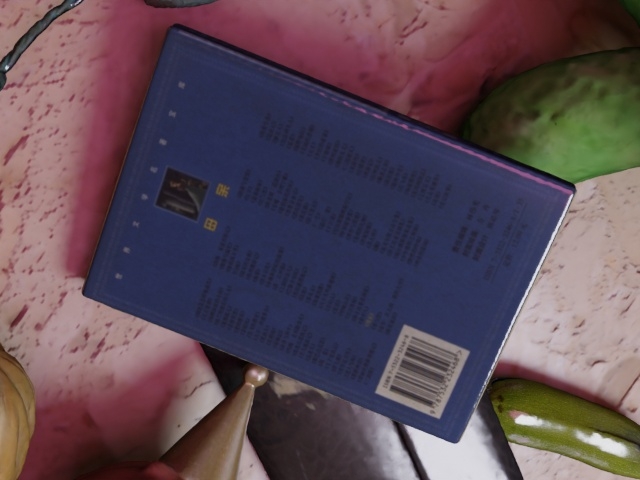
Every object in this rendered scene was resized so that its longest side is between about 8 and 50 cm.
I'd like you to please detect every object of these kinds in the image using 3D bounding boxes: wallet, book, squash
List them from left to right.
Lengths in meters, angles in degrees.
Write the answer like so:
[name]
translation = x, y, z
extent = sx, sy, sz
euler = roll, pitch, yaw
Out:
[book]
translation = 0.000, 0.000, 0.767
extent = 0.269, 0.025, 0.191
euler = 22, 109, 0
[wallet]
translation = 0.029, 0.116, 0.842
extent = 0.170, 0.044, 0.321
euler = -22, 108, 8
[squash]
translation = 0.193, 0.143, 0.903
extent = 0.183, 0.052, 0.052
euler = 23, 97, -17

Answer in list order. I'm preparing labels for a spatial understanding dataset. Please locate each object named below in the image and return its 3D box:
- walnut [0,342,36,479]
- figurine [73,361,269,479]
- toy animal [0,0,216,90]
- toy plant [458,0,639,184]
[walnut]
translation = -0.261, 0.132, 0.732
extent = 0.155, 0.155, 0.184
euler = 33, 95, -19
[figurine]
translation = -0.139, 0.252, 0.788
extent = 0.207, 0.166, 0.387
euler = 20, 89, -37
[toy animal]
translation = -0.100, -0.163, 0.738
extent = 0.252, 0.079, 0.070
euler = -28, 87, -8
[toy plant]
translation = 0.277, -0.115, 0.730
extent = 0.210, 0.356, 0.317
euler = -22, 134, -48
